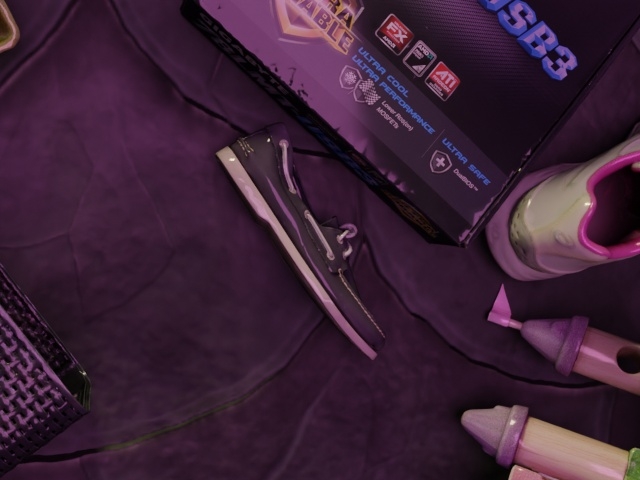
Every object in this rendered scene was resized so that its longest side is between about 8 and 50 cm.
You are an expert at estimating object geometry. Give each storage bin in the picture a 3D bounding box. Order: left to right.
[{"bbox_3d":[-0.244,0.063,0.545,0.084,0.122,0.180,-37,100,-11],"label":"storage bin"}]

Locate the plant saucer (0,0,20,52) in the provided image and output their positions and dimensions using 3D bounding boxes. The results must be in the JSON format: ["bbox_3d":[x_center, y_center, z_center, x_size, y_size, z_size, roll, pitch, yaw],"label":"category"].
[{"bbox_3d":[-0.335,-0.180,0.553,0.189,0.045,0.188,-28,99,-12],"label":"plant saucer"}]

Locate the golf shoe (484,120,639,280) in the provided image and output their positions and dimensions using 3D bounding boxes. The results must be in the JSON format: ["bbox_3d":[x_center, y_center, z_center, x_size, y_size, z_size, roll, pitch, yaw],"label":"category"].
[{"bbox_3d":[0.294,-0.048,0.677,0.306,0.140,0.115,-27,97,-14],"label":"golf shoe"}]

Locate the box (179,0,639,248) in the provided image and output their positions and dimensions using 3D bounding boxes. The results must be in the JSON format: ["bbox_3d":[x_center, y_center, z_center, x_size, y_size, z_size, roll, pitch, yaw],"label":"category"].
[{"bbox_3d":[0.092,-0.196,0.654,0.295,0.073,0.293,42,82,-13],"label":"box"}]

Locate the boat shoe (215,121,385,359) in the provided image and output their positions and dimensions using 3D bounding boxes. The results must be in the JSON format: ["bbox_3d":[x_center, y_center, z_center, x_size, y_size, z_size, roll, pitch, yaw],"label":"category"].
[{"bbox_3d":[0.000,0.000,0.633,0.065,0.075,0.206,-36,96,-8],"label":"boat shoe"}]

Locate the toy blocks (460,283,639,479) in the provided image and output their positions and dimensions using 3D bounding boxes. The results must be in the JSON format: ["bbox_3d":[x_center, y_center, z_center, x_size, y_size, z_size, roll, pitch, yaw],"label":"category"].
[{"bbox_3d":[0.231,0.209,0.656,0.260,0.309,0.288,16,74,17],"label":"toy blocks"}]
